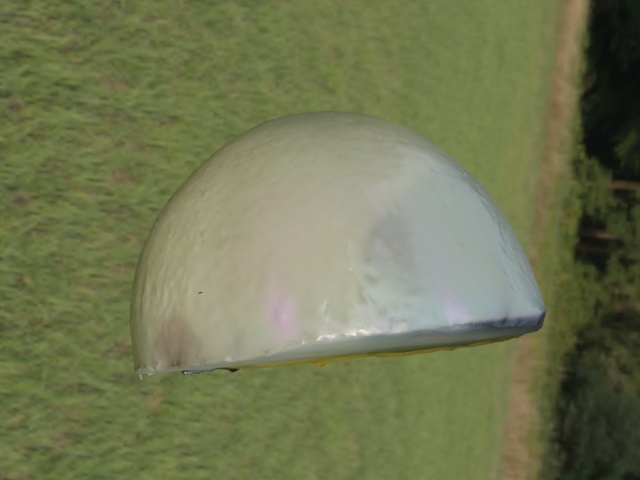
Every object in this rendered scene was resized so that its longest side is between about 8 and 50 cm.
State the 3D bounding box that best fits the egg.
[{"bbox_3d":[0.000,0.000,0.879,0.337,0.337,0.201,25,54,-77],"label":"egg"}]
